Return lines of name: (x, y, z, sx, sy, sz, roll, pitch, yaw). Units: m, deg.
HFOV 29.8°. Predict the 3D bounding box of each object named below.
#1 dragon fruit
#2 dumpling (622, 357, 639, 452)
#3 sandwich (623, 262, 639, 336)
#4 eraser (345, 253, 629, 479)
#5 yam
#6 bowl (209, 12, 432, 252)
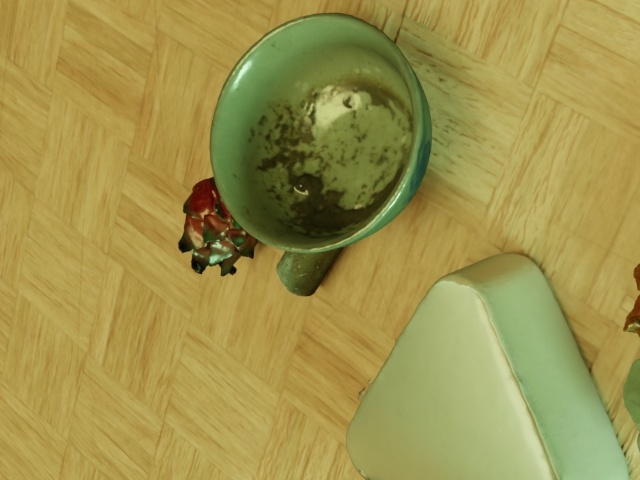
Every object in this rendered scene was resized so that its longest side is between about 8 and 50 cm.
dragon fruit: (-0.131, -0.025, 1.670, 0.130, 0.121, 0.142, 34, 103, -12)
dumpling: (0.396, 0.226, 1.289, 0.219, 0.108, 0.152, 52, 130, 20)
sandwich: (0.402, 0.037, 1.240, 0.160, 0.109, 0.184, -154, 62, -65)
eraser: (0.215, 0.222, 1.423, 0.331, 0.150, 0.331, 12, 108, 41)
yam: (0.000, 0.000, 1.597, 0.068, 0.068, 0.169, 47, 129, 21)
bowl: (0.022, -0.119, 1.466, 0.289, 0.146, 0.289, -5, 80, 30)
